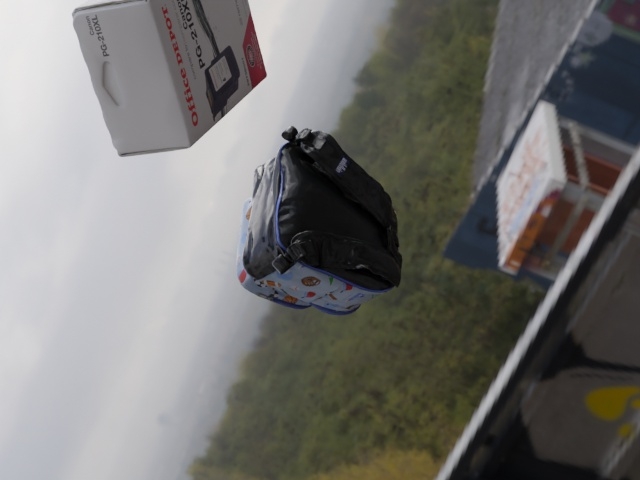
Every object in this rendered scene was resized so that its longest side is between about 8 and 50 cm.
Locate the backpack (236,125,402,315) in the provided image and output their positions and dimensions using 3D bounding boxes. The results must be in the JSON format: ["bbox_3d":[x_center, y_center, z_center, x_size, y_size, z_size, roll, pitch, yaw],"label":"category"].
[{"bbox_3d":[0.000,0.000,1.699,0.213,0.263,0.277,-36,38,47],"label":"backpack"}]

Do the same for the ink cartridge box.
[{"bbox_3d":[-0.164,-0.222,1.192,0.237,0.100,0.172,-56,-42,-56],"label":"ink cartridge box"}]
